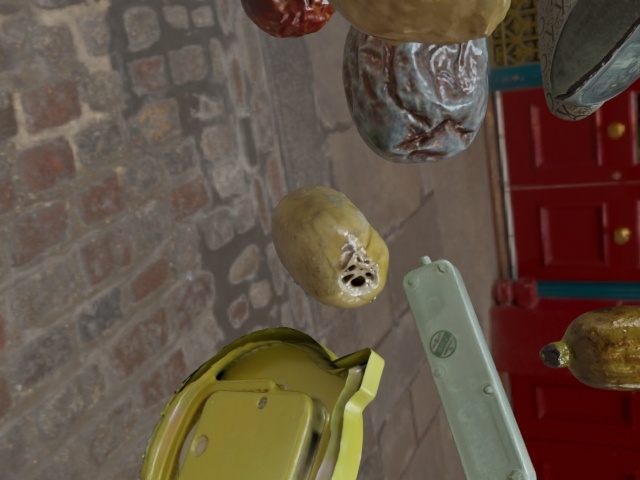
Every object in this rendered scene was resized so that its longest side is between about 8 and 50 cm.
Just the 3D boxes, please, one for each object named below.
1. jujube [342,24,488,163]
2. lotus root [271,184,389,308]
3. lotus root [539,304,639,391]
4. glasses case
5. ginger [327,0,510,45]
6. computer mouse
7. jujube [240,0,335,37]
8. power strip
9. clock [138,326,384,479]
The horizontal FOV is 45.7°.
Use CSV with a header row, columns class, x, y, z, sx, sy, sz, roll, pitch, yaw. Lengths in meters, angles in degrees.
class,x,y,z,sx,sy,sz,roll,pitch,yaw
jujube,0.154,-0.274,1.253,0.247,0.215,0.307,23,68,-26
lotus root,0.000,0.000,1.216,0.169,0.152,0.343,53,-4,-24
lotus root,0.596,0.213,1.511,0.141,0.314,0.169,-33,120,-79
glasses case,0.463,-0.383,1.383,0.085,0.137,0.354,14,65,-22
ginger,0.043,-0.250,0.542,0.267,0.152,0.138,57,2,2
computer mouse,0.429,-0.326,0.994,0.203,0.374,0.114,-11,63,-38
jujube,-0.028,-0.267,0.780,0.176,0.112,0.109,-97,167,-70
power strip,0.220,0.197,1.170,0.062,0.091,0.385,25,44,-59
clock,-0.067,0.225,0.770,0.071,0.294,0.277,40,63,-37
